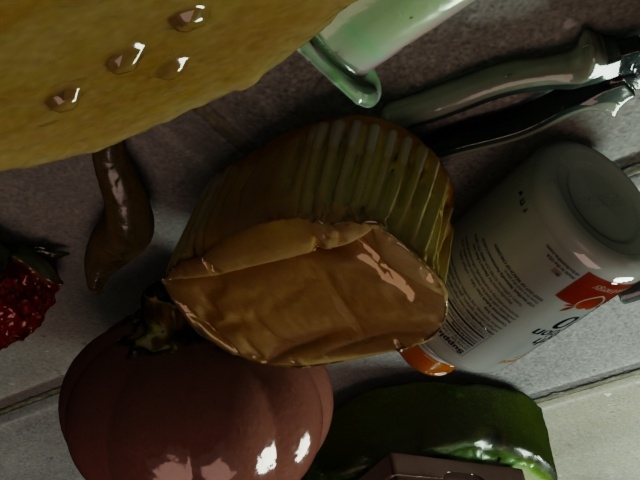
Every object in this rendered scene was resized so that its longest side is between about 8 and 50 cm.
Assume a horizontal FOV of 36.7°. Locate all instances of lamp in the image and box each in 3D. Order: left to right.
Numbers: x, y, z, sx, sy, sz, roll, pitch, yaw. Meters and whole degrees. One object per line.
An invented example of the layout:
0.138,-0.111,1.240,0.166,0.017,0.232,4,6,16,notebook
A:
-0.137,0.164,1.069,0.305,0.305,0.240,-1,105,-3,lamp

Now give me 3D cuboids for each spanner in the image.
0.214,-0.138,0.851,0.324,0.040,0.096,-16,143,19,spanner

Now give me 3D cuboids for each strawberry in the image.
-0.395,0.073,1.050,0.174,0.098,0.228,28,134,-35,strawberry

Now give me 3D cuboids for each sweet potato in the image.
-0.196,-0.034,0.955,0.069,0.059,0.249,15,138,-3,sweet potato

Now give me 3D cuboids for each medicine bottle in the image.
0.190,0.037,0.994,0.157,0.157,0.289,17,140,-26,medicine bottle

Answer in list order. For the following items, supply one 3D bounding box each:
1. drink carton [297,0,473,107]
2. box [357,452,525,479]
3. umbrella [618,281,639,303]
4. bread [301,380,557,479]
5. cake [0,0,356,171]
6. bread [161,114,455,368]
0.048,-0.197,0.677,0.142,0.144,0.146,-29,138,23,drink carton
0.139,0.376,1.304,0.215,0.086,0.215,12,140,-25,box
0.440,0.016,1.072,0.235,0.059,0.066,-21,118,26,umbrella
0.160,0.334,1.434,0.366,0.129,0.382,-23,141,22,bread
-0.161,-0.232,0.512,0.332,0.321,0.332,-22,174,-2,cake
0.000,0.000,0.915,0.204,0.156,0.288,41,137,-25,bread
